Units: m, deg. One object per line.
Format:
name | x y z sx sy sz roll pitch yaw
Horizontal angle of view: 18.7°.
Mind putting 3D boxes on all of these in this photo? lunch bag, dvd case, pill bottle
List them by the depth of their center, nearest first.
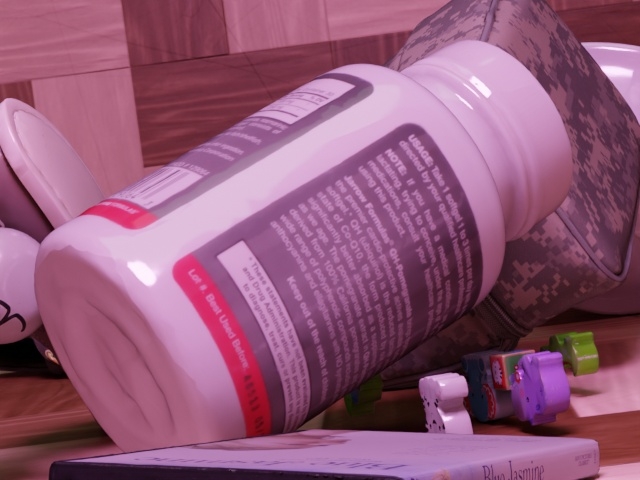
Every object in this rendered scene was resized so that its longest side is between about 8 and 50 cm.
dvd case | 0.011 0.112 0.956 0.180 0.022 0.253 0 -1 28
pill bottle | 0.000 0.000 1.189 0.318 0.176 0.176 -32 15 -28
lunch bag | 0.094 -0.035 1.503 0.256 0.212 0.305 -32 17 25

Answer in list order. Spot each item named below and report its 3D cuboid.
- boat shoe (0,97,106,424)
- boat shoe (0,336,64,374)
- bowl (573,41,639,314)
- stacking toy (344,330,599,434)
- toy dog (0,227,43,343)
boat shoe | -0.170 0.029 1.324 0.096 0.117 0.324 -21 -38 8
boat shoe | -0.237 0.094 1.809 0.227 0.069 0.081 1 -32 40
bowl | 0.254 -0.028 1.707 0.297 0.134 0.298 12 -34 8
stacking toy | 0.121 0.094 1.209 0.167 0.052 0.221 -8 1 -16
toy dog | -0.321 0.088 1.256 0.220 0.161 0.333 26 -33 -18
